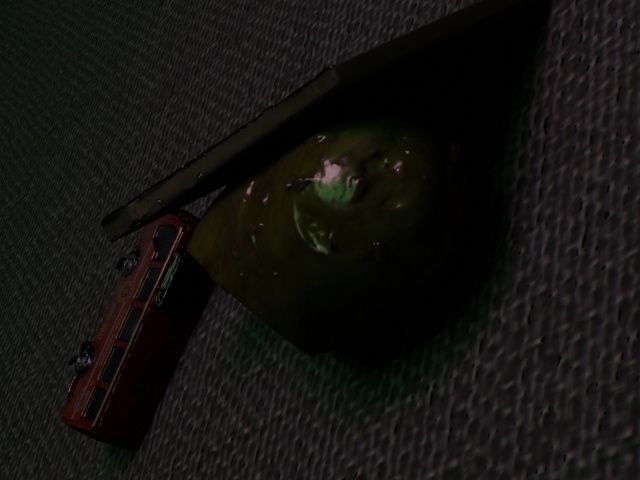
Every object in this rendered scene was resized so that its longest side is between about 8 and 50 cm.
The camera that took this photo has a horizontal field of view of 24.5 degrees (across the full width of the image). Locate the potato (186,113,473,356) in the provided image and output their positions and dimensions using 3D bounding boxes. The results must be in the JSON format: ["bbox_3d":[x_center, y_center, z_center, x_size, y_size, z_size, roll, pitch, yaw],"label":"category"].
[{"bbox_3d":[0.000,0.000,1.091,0.176,0.141,0.298,-55,15,-26],"label":"potato"}]

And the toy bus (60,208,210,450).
[{"bbox_3d":[-0.166,0.081,1.404,0.096,0.073,0.235,9,71,54],"label":"toy bus"}]

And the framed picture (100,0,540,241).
[{"bbox_3d":[-0.003,-0.102,1.162,0.247,0.022,0.335,-29,1,-41],"label":"framed picture"}]
